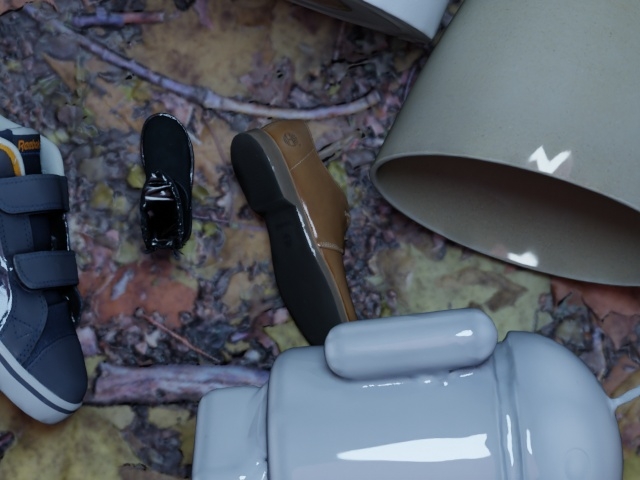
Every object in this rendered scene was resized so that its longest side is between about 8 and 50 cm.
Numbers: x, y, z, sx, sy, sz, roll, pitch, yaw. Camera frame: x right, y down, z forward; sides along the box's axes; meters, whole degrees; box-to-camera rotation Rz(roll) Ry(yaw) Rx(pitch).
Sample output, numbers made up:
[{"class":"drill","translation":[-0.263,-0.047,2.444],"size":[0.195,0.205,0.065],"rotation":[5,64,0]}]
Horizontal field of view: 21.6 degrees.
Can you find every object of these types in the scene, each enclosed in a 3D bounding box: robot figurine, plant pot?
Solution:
[{"class":"robot figurine","translation":[0.081,0.174,1.310],"size":[0.353,0.200,0.300],"rotation":[-4,131,3]},{"class":"plant pot","translation":[0.199,-0.137,1.292],"size":[0.256,0.256,0.274],"rotation":[17,76,3]}]

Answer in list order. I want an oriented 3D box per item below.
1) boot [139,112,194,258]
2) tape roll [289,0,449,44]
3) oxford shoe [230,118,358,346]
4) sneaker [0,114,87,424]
[{"class":"boot","translation":[-0.128,-0.046,1.368],"size":[0.045,0.099,0.121],"rotation":[-5,91,2]},{"class":"tape roll","translation":[-0.026,-0.244,1.266],"size":[0.286,0.286,0.100],"rotation":[21,92,3]},{"class":"oxford shoe","translation":[0.000,0.000,1.381],"size":[0.076,0.076,0.212],"rotation":[-25,103,-35]},{"class":"sneaker","translation":[-0.259,-0.011,1.364],"size":[0.127,0.126,0.321],"rotation":[-32,88,9]}]
